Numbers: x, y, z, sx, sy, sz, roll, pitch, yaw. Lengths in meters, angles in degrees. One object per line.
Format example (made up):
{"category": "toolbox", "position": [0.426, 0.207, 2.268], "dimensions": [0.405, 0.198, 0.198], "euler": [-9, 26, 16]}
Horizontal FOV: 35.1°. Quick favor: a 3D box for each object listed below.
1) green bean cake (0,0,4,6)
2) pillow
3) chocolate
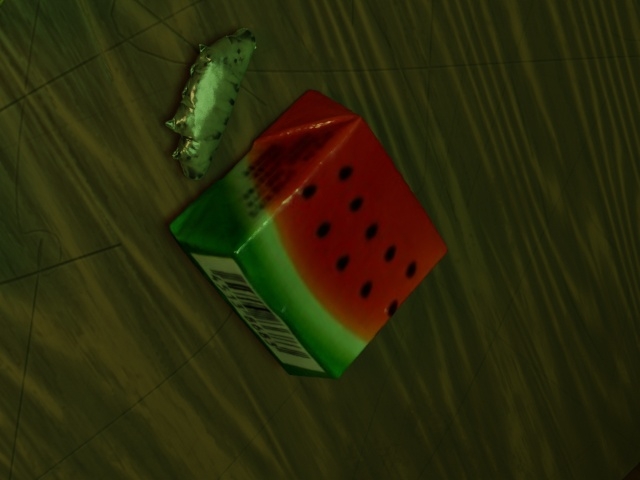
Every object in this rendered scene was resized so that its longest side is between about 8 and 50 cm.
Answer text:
{"category": "green bean cake", "position": [-0.483, -0.328, 1.155], "dimensions": [0.230, 0.224, 0.131], "euler": [31, 89, -34]}
{"category": "pillow", "position": [-0.170, -0.211, 1.502], "dimensions": [0.093, 0.051, 0.241], "euler": [21, 92, -41]}
{"category": "chocolate", "position": [0.000, 0.000, 1.609], "dimensions": [0.341, 0.161, 0.360], "euler": [-48, 124, -17]}
